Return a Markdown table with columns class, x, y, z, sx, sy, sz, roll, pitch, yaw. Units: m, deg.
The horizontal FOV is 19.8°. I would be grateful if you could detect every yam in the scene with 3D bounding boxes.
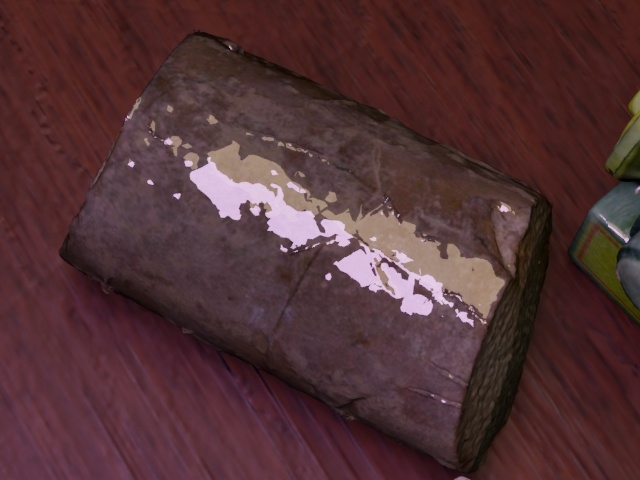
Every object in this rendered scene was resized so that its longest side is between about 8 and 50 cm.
| class | x | y | z | sx | sy | sz | roll | pitch | yaw |
| --- | --- | --- | --- | --- | --- | --- | --- | --- | --- |
| yam | 0.000 | 0.000 | 1.004 | 0.268 | 0.161 | 0.161 | 27 | 67 | 9 |

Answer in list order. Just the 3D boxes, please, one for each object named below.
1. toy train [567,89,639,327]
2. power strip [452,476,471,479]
| class | x | y | z | sx | sy | sz | roll | pitch | yaw |
| --- | --- | --- | --- | --- | --- | --- | --- | --- | --- |
| toy train | 0.265 | -0.042 | 1.028 | 0.271 | 0.188 | 0.159 | -40 | 76 | -17 |
| power strip | 0.011 | 0.255 | 0.946 | 0.098 | 0.058 | 0.338 | 36 | 69 | 11 |
